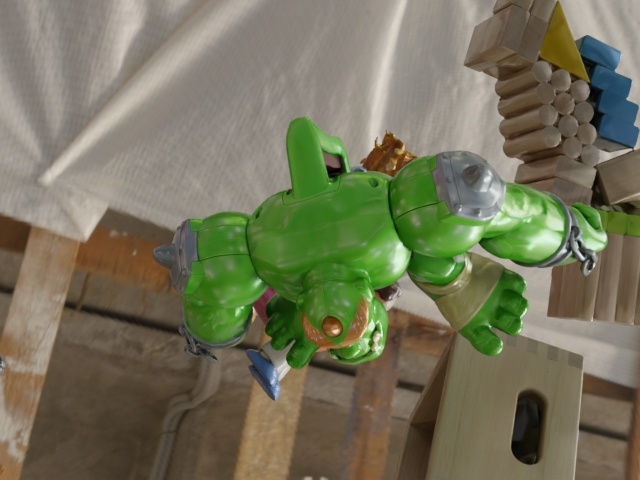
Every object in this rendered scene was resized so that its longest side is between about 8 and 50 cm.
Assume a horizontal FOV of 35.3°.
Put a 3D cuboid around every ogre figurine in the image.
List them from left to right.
[{"bbox_3d":[0.013,0.008,0.432,0.197,0.118,0.097,5,-105,23],"label":"ogre figurine"}]

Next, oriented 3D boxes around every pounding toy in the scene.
[{"bbox_3d":[0.093,0.145,0.538,0.100,0.130,0.141,18,-132,1],"label":"pounding toy"}]

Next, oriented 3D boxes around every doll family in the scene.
[{"bbox_3d":[0.000,0.000,0.722,0.163,0.263,0.118,-36,-103,-17],"label":"doll family"}]

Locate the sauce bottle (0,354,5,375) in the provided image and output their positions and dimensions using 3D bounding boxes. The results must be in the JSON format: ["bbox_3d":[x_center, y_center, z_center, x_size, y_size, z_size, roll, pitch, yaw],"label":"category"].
[{"bbox_3d":[-0.342,0.109,0.944,0.042,0.128,0.042,-4,-104,18],"label":"sauce bottle"}]

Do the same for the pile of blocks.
[{"bbox_3d":[0.245,-0.083,0.982,0.149,0.112,0.362,-17,-87,-15],"label":"pile of blocks"}]
